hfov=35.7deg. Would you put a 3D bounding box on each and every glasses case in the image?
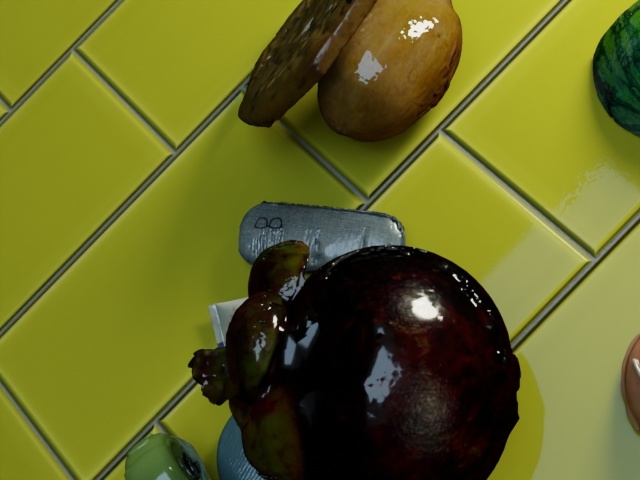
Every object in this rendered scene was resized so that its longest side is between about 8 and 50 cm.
[{"bbox_3d":[0.000,0.000,1.599,0.283,0.067,0.109,6,77,21],"label":"glasses case"}]

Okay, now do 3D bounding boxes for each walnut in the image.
[{"bbox_3d":[0.119,-0.286,1.583,0.203,0.203,0.298,39,86,24],"label":"walnut"}]

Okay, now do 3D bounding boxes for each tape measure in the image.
[{"bbox_3d":[-0.215,0.371,1.500,0.106,0.175,0.200,-36,61,1],"label":"tape measure"}]

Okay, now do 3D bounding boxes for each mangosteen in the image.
[{"bbox_3d":[0.061,0.184,1.359,0.421,0.381,0.381,12,77,25],"label":"mangosteen"}]

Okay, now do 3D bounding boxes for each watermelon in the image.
[{"bbox_3d":[0.486,-0.243,1.510,0.146,0.128,0.231,-20,69,30],"label":"watermelon"}]

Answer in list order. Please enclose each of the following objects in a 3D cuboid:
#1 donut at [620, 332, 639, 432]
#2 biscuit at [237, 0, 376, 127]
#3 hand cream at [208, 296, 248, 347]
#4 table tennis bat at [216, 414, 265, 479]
[{"bbox_3d":[0.535,0.178,1.364,0.233,0.085,0.199,4,73,17],"label":"donut"},{"bbox_3d":[-0.019,-0.327,1.600,0.046,0.359,0.359,37,86,-19],"label":"biscuit"},{"bbox_3d":[-0.061,0.133,1.579,0.248,0.083,0.133,-19,72,21],"label":"hand cream"},{"bbox_3d":[-0.015,0.358,1.506,0.329,0.044,0.215,27,82,25],"label":"table tennis bat"}]
